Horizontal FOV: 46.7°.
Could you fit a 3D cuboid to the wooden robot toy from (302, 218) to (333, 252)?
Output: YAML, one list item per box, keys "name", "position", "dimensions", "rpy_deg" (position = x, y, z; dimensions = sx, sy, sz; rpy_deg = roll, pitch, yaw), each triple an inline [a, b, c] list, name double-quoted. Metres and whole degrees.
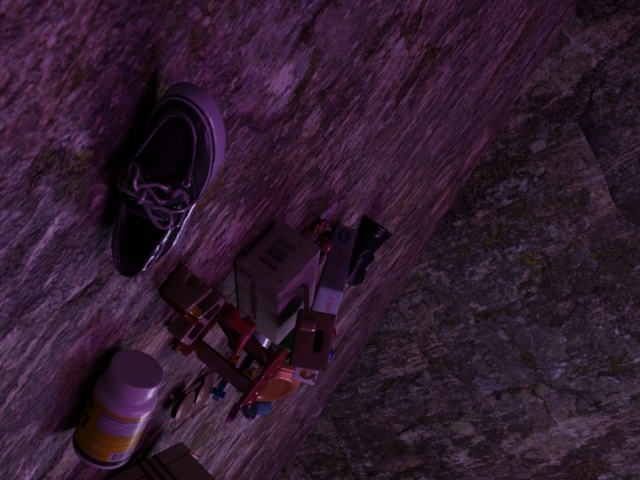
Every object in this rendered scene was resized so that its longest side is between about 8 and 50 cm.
- name: "wooden robot toy"
  position: [0.000, 0.000, 1.874]
  dimensions: [0.173, 0.079, 0.076]
  rpy_deg: [-33, 155, -54]

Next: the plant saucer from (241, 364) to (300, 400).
- name: "plant saucer"
  position: [-0.154, 0.426, 2.192]
  dimensions: [0.200, 0.199, 0.037]
  rpy_deg: [108, -20, -50]

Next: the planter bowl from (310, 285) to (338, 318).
- name: "planter bowl"
  position: [-0.014, 0.236, 2.302]
  dimensions: [0.162, 0.109, 0.162]
  rpy_deg: [-48, 163, -19]

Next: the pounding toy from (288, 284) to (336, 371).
- name: "pounding toy"
  position: [-0.007, 0.194, 1.631]
  dimensions: [0.206, 0.094, 0.181]
  rpy_deg: [121, -21, -81]

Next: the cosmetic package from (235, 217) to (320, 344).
- name: "cosmetic package"
  position: [-0.100, 0.100, 1.702]
  dimensions: [0.153, 0.129, 0.296]
  rpy_deg: [-48, 164, -26]

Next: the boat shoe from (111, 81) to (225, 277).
- name: "boat shoe"
  position: [-0.220, -0.069, 0.993]
  dimensions: [0.306, 0.113, 0.105]
  rpy_deg: [-54, -177, 40]

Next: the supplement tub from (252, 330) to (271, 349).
- name: "supplement tub"
  position: [-0.159, 0.250, 1.969]
  dimensions: [0.071, 0.071, 0.107]
  rpy_deg: [-28, 150, -58]

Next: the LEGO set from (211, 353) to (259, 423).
- name: "LEGO set"
  position: [-0.237, 0.388, 1.997]
  dimensions: [0.093, 0.087, 0.227]
  rpy_deg: [-60, -176, 49]

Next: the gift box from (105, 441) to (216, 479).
- name: "gift box"
  position: [-0.373, 0.678, 1.838]
  dimensions: [0.276, 0.258, 0.255]
  rpy_deg: [-15, 127, -45]

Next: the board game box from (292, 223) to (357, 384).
- name: "board game box"
  position: [0.014, 0.168, 2.007]
  dimensions: [0.318, 0.065, 0.319]
  rpy_deg: [-73, 179, -58]

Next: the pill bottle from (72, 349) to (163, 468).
- name: "pill bottle"
  position: [-0.371, 0.310, 1.367]
  dimensions: [0.119, 0.119, 0.209]
  rpy_deg: [-26, 149, -60]

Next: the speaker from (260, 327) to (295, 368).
- name: "speaker"
  position: [-0.111, 0.357, 2.246]
  dimensions: [0.131, 0.131, 0.297]
  rpy_deg: [-42, 162, -36]

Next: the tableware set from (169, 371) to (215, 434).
- name: "tableware set"
  position: [-0.325, 0.391, 1.852]
  dimensions: [0.128, 0.039, 0.194]
  rpy_deg: [-70, 167, 14]

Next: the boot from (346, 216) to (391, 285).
- name: "boot"
  position: [0.131, 0.044, 2.333]
  dimensions: [0.207, 0.094, 0.246]
  rpy_deg: [-57, 171, -3]

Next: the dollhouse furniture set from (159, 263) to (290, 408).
- name: "dollhouse furniture set"
  position: [-0.203, 0.207, 1.484]
  dimensions: [0.152, 0.201, 0.374]
  rpy_deg: [-51, 166, -9]

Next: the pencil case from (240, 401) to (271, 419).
- name: "pencil case"
  position: [-0.217, 0.569, 2.520]
  dimensions: [0.151, 0.064, 0.070]
  rpy_deg: [22, 89, -74]
